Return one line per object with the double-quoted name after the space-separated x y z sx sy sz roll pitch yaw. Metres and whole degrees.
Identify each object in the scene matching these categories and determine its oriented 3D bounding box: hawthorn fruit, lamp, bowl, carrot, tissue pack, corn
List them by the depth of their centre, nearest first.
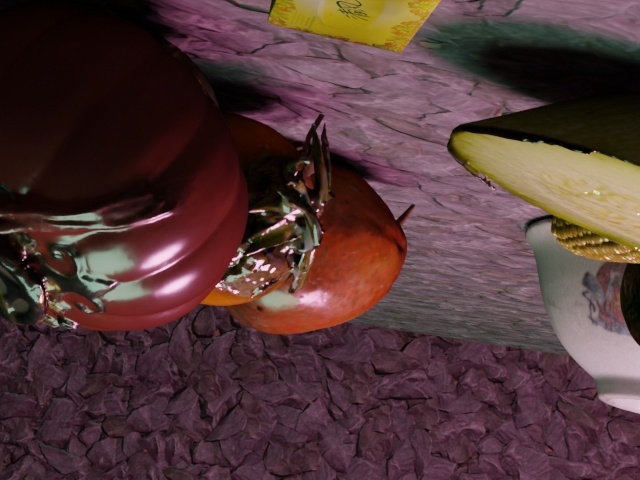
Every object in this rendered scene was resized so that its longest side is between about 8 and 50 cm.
0.026 -0.172 0.930 0.095 0.062 0.176 11 171 -7 "tissue pack"
-0.203 -0.057 1.274 0.303 0.257 0.303 28 149 19 "lamp"
-0.108 -0.035 1.505 0.214 0.193 0.331 -12 -162 -41 "carrot"
0.317 -0.021 1.508 0.091 0.091 0.260 -22 -172 -20 "corn"
0.000 0.000 1.729 0.262 0.210 0.210 -5 178 -23 "hawthorn fruit"
0.448 0.118 1.870 0.435 0.196 0.435 12 169 2 "bowl"

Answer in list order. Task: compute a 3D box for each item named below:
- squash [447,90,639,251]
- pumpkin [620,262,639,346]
0.212 -0.040 1.226 0.204 0.155 0.237 56 163 -2 "squash"
0.433 0.061 1.576 0.238 0.159 0.238 -11 180 0 "pumpkin"
